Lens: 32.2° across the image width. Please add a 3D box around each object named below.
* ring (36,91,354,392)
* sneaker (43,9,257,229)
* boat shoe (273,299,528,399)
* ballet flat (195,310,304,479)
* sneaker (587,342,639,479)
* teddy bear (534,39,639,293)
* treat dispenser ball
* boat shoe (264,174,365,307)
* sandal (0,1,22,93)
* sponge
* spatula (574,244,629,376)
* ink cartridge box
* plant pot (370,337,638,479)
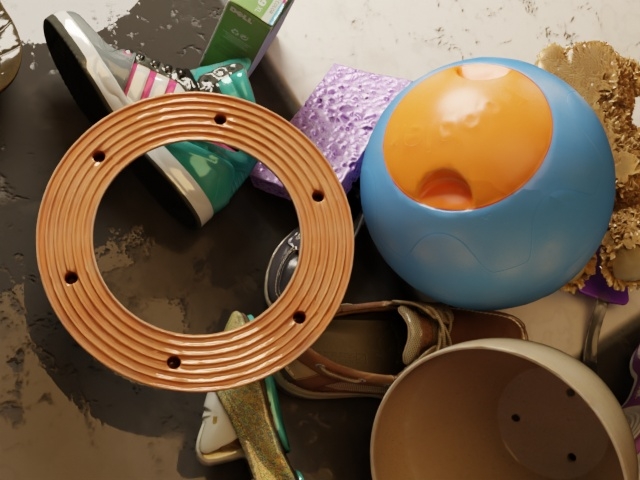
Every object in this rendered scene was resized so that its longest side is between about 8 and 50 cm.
[{"bbox_3d":[-0.131,-0.002,1.184,0.336,0.032,0.336,2,72,-7],"label":"ring"},{"bbox_3d":[-0.171,-0.178,1.296,0.178,0.124,0.295,-39,93,-22],"label":"sneaker"},{"bbox_3d":[0.103,0.125,1.276,0.324,0.116,0.123,-4,71,-20],"label":"boat shoe"},{"bbox_3d":[-0.070,0.247,1.179,0.123,0.123,0.348,-15,75,-23],"label":"ballet flat"},{"bbox_3d":[0.418,0.236,1.330,0.152,0.114,0.305,49,56,-14],"label":"sneaker"},{"bbox_3d":[0.348,-0.089,1.445,0.245,0.113,0.338,-18,72,1],"label":"teddy bear"},{"bbox_3d":[0.189,-0.064,1.267,0.288,0.288,0.288,7,68,-16],"label":"treat dispenser ball"},{"bbox_3d":[0.000,0.000,1.315,0.075,0.065,0.206,35,58,-2],"label":"boat shoe"},{"bbox_3d":[-0.406,-0.243,1.286,0.090,0.060,0.219,-10,59,-28],"label":"sandal"},{"bbox_3d":[0.017,-0.131,1.365,0.117,0.031,0.210,19,59,28],"label":"sponge"},{"bbox_3d":[0.347,0.132,1.406,0.084,0.030,0.296,16,65,-11],"label":"spatula"},{"bbox_3d":[-0.072,-0.280,1.324,0.062,0.209,0.109,32,63,-5],"label":"ink cartridge box"},{"bbox_3d":[0.222,0.226,1.210,0.284,0.284,0.191,57,32,8],"label":"plant pot"}]
